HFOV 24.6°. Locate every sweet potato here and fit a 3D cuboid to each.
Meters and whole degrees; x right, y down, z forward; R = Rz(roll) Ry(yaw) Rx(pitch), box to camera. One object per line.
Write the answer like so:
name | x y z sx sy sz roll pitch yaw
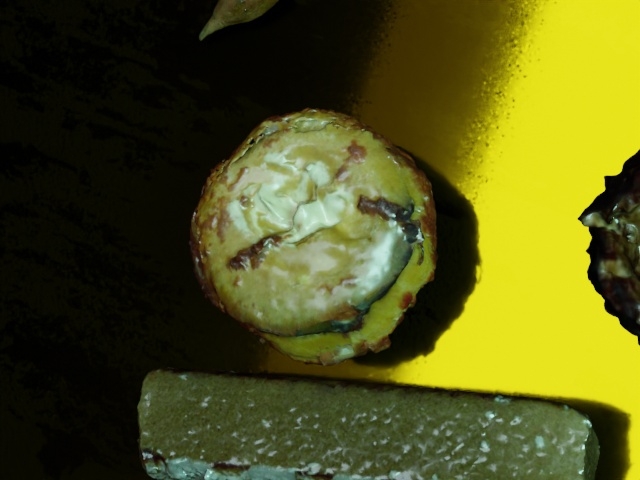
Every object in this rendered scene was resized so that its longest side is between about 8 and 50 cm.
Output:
sweet potato | -0.080 -0.240 1.492 0.117 0.049 0.049 -36 74 18

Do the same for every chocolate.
chocolate | 0.314 -0.005 1.243 0.224 0.177 0.206 -28 65 22

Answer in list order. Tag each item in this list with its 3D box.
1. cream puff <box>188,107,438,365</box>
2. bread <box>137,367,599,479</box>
cream puff | 0.001 0.000 1.381 0.240 0.164 0.240 -6 68 15
bread | 0.045 0.194 1.338 0.416 0.165 0.113 2 73 19
